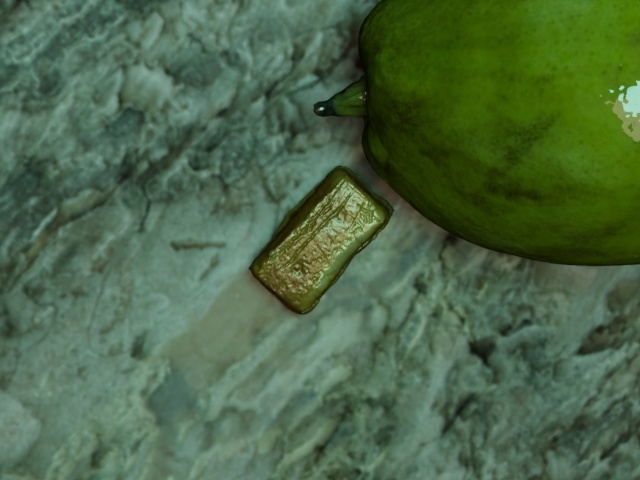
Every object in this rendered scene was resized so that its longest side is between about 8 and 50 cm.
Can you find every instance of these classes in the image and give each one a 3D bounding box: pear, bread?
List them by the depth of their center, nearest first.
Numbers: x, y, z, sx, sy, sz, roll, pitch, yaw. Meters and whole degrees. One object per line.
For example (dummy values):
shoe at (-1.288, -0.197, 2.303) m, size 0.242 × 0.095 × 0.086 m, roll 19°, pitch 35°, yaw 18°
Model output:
pear at (0.181, -0.116, 0.832) m, size 0.375 × 0.287 × 0.287 m, roll -3°, pitch 99°, yaw 7°
bread at (0.000, 0.000, 0.934) m, size 0.074 × 0.053 × 0.132 m, roll 39°, pitch 92°, yaw -7°
